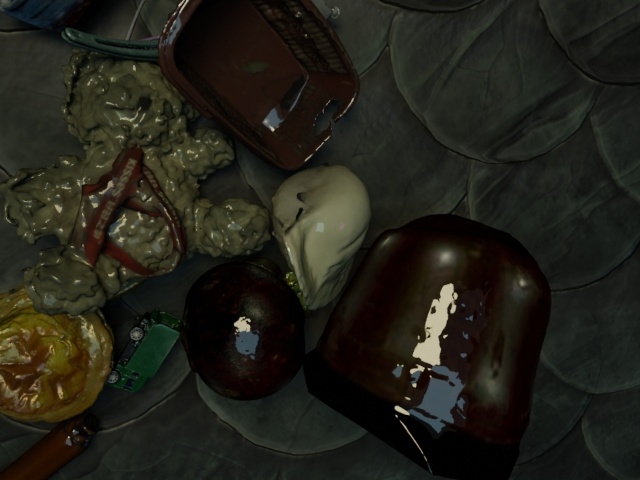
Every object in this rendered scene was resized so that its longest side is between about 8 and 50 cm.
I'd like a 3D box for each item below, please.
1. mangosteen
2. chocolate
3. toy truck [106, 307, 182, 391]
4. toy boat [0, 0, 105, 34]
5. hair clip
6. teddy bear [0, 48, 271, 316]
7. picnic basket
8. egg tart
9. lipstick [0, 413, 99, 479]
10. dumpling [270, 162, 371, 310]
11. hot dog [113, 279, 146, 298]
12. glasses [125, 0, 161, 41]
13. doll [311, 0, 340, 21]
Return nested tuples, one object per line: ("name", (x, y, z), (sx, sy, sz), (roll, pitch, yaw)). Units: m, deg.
("mangosteen", (-0.094, 0.127, 0.762), (0.289, 0.231, 0.232), (-32, 107, -23))
("chocolate", (0.202, 0.127, 0.736), (0.383, 0.384, 0.332), (19, 98, -14))
("toy truck", (-0.321, 0.198, 0.807), (0.079, 0.065, 0.147), (33, 93, -19))
("toy boat", (-0.342, -0.429, 0.636), (0.309, 0.129, 0.142), (-45, 117, 2))
("hair clip", (-0.253, -0.283, 0.657), (0.229, 0.070, 0.039), (-22, 80, -40))
("teddy bear", (-0.286, -0.113, 0.677), (0.357, 0.224, 0.368), (-18, 104, -26))
("picnic basket", (-0.094, -0.264, 0.667), (0.223, 0.129, 0.296), (-49, 136, 4))
("egg tart", (-0.458, 0.182, 0.751), (0.240, 0.106, 0.241), (-1, 98, -4))
("lipstick", (-0.580, 0.459, 0.809), (0.418, 0.077, 0.077), (-38, 106, -1))
("dumpling", (-0.004, -0.001, 0.728), (0.243, 0.175, 0.227), (-32, 124, -36))
("hot dog", (-0.357, 0.078, 0.793), (0.136, 0.028, 0.044), (-28, 79, -6))
("glasses", (-0.252, -0.364, 0.697), (0.139, 0.062, 0.104), (-23, 103, -13))
("doll", (-0.057, -0.364, 0.734), (0.179, 0.079, 0.094), (-6, 118, 4))
